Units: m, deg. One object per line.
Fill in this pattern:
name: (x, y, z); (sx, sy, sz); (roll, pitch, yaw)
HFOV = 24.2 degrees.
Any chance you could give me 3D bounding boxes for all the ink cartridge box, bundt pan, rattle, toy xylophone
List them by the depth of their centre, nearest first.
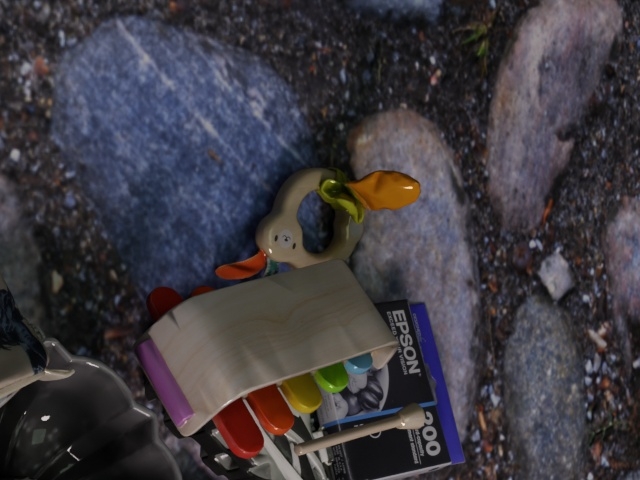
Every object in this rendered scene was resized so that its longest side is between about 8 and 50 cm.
bundt pan: (-0.298, 0.260, 1.400); (0.331, 0.124, 0.331); (14, 64, -30)
toy xylophone: (-0.030, 0.128, 1.566); (0.322, 0.081, 0.236); (-4, 57, -41)
rattle: (0.000, 0.000, 1.664); (0.199, 0.142, 0.130); (-32, 129, -40)
ink cartridge box: (0.083, 0.175, 1.755); (0.208, 0.045, 0.206); (-6, 76, -39)

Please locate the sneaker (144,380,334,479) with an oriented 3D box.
sneaker: (-0.037, 0.228, 1.637); (0.330, 0.122, 0.146); (55, 52, -17)

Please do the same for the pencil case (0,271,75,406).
pencil case: (-0.370, -0.032, 1.284); (0.183, 0.160, 0.410); (-17, 84, -46)

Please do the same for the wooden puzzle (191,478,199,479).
wooden puzzle: (-0.137, 0.410, 1.629); (0.221, 0.044, 0.239); (-54, 126, -24)

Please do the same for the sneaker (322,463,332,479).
sneaker: (-0.002, 0.318, 1.718); (0.075, 0.057, 0.161); (-21, 107, -42)
